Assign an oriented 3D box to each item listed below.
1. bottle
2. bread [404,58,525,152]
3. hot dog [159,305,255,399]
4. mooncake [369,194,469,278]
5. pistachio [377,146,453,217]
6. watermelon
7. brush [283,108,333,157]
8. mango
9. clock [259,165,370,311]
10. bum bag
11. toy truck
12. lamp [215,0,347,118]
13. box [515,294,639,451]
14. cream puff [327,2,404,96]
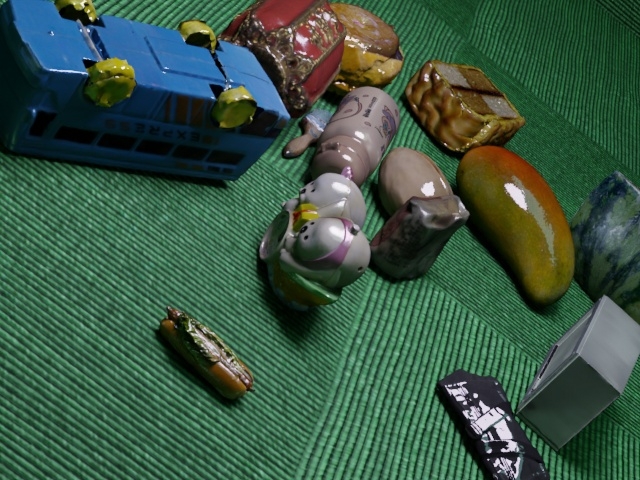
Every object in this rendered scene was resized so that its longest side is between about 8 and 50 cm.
[{"bbox_3d":[0.048,-0.134,1.903,0.209,0.097,0.110,-61,140,-53],"label":"bottle"},{"bbox_3d":[0.257,-0.232,2.302,0.181,0.096,0.222,52,28,20],"label":"bread"},{"bbox_3d":[-0.121,0.119,1.401,0.133,0.041,0.056,42,28,2],"label":"hot dog"},{"bbox_3d":[0.133,-0.013,1.809,0.073,0.125,0.130,46,25,20],"label":"mooncake"},{"bbox_3d":[0.140,-0.075,1.924,0.113,0.113,0.149,7,46,-46],"label":"pistachio"},{"bbox_3d":[0.545,0.020,2.167,0.261,0.213,0.201,48,29,14],"label":"watermelon"},{"bbox_3d":[-0.015,-0.154,1.944,0.070,0.021,0.196,43,31,3],"label":"brush"},{"bbox_3d":[0.319,-0.032,2.067,0.146,0.129,0.289,-5,61,-56],"label":"mango"},{"bbox_3d":[0.000,0.000,1.610,0.103,0.144,0.231,26,32,-23],"label":"clock"},{"bbox_3d":[0.218,0.245,1.633,0.087,0.049,0.197,-10,52,-25],"label":"bum bag"},{"bbox_3d":[-0.223,-0.178,1.574,0.385,0.162,0.161,6,44,-45],"label":"toy truck"},{"bbox_3d":[-0.058,-0.270,1.891,0.177,0.177,0.274,38,28,-5],"label":"lamp"},{"bbox_3d":[0.365,0.181,1.810,0.086,0.129,0.225,43,28,4],"label":"box"},{"bbox_3d":[0.043,-0.303,2.110,0.189,0.129,0.189,21,35,-15],"label":"cream puff"}]
